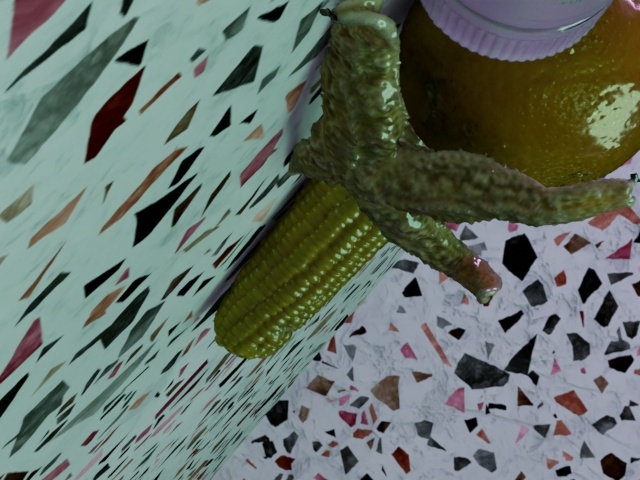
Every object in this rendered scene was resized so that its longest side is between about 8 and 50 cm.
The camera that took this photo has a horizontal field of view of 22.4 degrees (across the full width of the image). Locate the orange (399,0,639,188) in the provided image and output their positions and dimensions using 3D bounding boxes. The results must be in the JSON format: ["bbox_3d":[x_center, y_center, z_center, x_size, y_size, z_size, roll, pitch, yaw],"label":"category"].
[{"bbox_3d":[0.210,-0.175,1.584,0.274,0.274,0.274,-47,173,-8],"label":"orange"}]

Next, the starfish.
[{"bbox_3d":[0.105,-0.063,1.500,0.082,0.324,0.432,-61,-177,-23],"label":"starfish"}]

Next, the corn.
[{"bbox_3d":[0.000,0.000,1.875,0.363,0.120,0.120,-47,174,24],"label":"corn"}]

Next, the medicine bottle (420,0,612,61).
[{"bbox_3d":[0.167,-0.258,1.196,0.178,0.178,0.290,-47,173,-12],"label":"medicine bottle"}]

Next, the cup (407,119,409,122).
[{"bbox_3d":[0.157,-0.139,1.894,0.131,0.155,0.176,-45,174,-29],"label":"cup"}]
